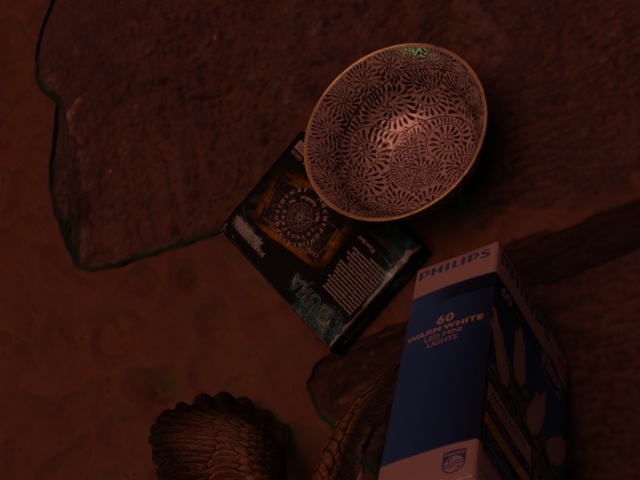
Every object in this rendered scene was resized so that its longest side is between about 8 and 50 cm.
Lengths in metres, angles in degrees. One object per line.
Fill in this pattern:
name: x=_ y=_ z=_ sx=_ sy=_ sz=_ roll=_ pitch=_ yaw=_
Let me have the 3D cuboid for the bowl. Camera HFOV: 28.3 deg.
bowl: x=0.078 y=-0.081 z=1.113 sx=0.170 sy=0.080 sz=0.170 roll=-11 pitch=64 yaw=24

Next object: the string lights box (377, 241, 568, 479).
string lights box: x=0.116 y=0.132 z=0.908 sx=0.076 sy=0.133 sz=0.260 roll=-22 pitch=27 yaw=24

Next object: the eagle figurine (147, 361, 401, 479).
eagle figurine: x=-0.014 y=0.208 z=0.994 sx=0.225 sy=0.226 sz=0.298 roll=124 pitch=147 yaw=-54

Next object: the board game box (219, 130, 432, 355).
board game box: x=0.000 y=0.000 z=1.168 sx=0.126 sy=0.026 sz=0.186 roll=-49 pitch=55 yaw=8
